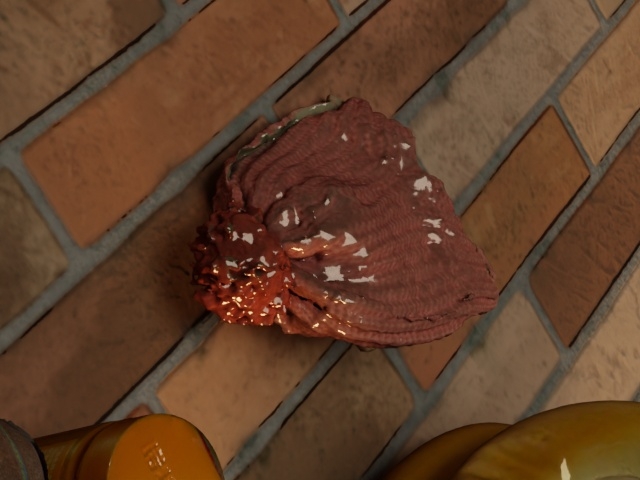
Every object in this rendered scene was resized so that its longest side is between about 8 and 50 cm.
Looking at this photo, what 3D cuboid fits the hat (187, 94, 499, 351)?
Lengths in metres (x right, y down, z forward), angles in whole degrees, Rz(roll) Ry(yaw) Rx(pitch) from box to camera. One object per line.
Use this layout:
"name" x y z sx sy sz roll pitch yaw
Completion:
"hat" 0.000 0.000 1.271 0.237 0.107 0.286 49 40 16

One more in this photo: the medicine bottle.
"medicine bottle" -0.155 0.167 0.991 0.096 0.192 0.096 17 65 -43

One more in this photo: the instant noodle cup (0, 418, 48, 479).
"instant noodle cup" -0.279 0.142 0.868 0.207 0.217 0.217 36 54 -42

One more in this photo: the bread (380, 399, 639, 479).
"bread" 0.174 0.322 1.243 0.329 0.245 0.424 58 41 -16
